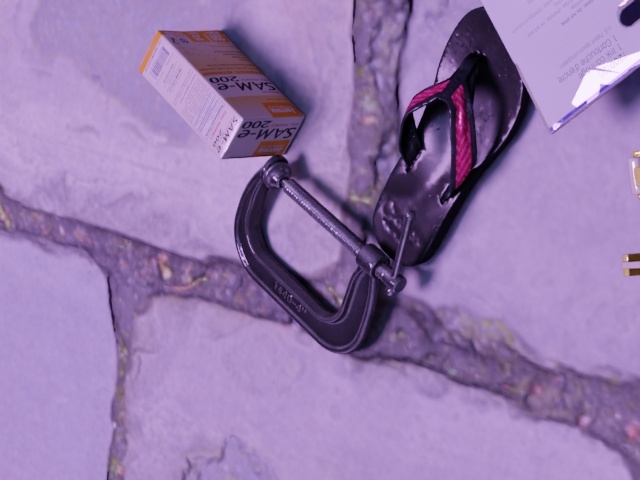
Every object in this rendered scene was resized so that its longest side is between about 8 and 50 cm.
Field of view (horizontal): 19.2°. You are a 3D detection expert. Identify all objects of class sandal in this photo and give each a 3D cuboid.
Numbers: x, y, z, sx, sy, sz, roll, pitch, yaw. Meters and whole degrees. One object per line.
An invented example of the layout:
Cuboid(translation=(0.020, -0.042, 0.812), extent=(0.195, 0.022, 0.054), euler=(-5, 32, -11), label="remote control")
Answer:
Cuboid(translation=(0.074, -0.058, 1.155), extent=(0.067, 0.040, 0.179), euler=(43, 122, 31), label="sandal")

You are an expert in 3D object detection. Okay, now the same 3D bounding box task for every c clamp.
Cuboid(translation=(0.000, 0.000, 1.238), extent=(0.160, 0.022, 0.137), euler=(37, 131, 36), label="c clamp")

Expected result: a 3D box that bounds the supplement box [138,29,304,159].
Cuboid(translation=(-0.066, -0.098, 1.263), extent=(0.098, 0.062, 0.036), euler=(46, 122, 27), label="supplement box")

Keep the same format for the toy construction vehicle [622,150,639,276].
Cuboid(translation=(0.207, -0.019, 1.043), extent=(0.098, 0.035, 0.086), euler=(-1, 95, 42), label="toy construction vehicle")

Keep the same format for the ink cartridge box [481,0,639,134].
Cuboid(translation=(0.159, -0.199, 1.054), extent=(0.206, 0.045, 0.208), euler=(-38, 69, 38), label="ink cartridge box")
